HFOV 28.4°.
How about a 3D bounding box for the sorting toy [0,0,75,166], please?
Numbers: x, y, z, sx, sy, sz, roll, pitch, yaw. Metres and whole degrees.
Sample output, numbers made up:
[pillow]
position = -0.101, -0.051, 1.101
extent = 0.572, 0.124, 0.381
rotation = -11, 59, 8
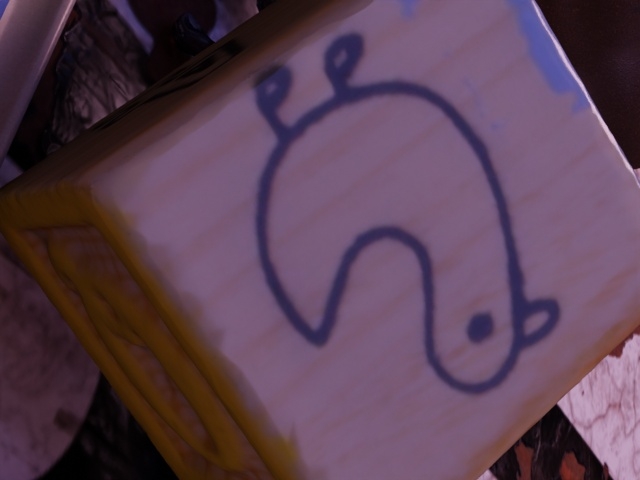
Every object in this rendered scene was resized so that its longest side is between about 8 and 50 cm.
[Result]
[sorting toy]
position = -0.190, -0.117, 0.517
extent = 0.208, 0.038, 0.193
rotation = 45, 51, -42

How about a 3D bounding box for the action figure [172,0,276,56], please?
[action figure]
position = -0.037, -0.180, 0.703
extent = 0.285, 0.099, 0.185
rotation = 50, 41, -45

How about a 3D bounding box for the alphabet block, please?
[alphabet block]
position = 0.000, 0.000, 0.559
extent = 0.197, 0.193, 0.192
rotation = -39, 103, -21

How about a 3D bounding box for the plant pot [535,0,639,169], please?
[plant pot]
position = 0.241, -0.179, 1.025
extent = 0.215, 0.215, 0.230
rotation = -59, 145, -40
